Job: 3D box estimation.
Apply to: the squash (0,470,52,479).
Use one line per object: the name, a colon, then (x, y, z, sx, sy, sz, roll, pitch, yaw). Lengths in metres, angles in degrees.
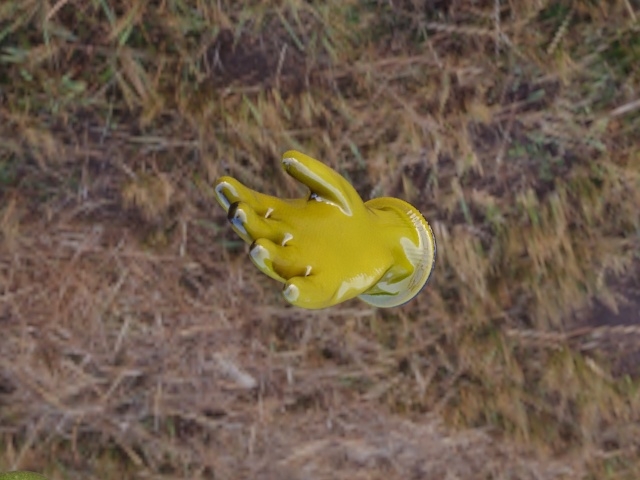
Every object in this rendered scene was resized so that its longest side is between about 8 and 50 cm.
squash: (-0.204, 0.229, 0.825, 0.094, 0.095, 0.341, 5, 146, -12)

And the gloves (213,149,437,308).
gloves: (0.001, 0.001, 1.240, 0.116, 0.133, 0.294, -48, 154, 17)
